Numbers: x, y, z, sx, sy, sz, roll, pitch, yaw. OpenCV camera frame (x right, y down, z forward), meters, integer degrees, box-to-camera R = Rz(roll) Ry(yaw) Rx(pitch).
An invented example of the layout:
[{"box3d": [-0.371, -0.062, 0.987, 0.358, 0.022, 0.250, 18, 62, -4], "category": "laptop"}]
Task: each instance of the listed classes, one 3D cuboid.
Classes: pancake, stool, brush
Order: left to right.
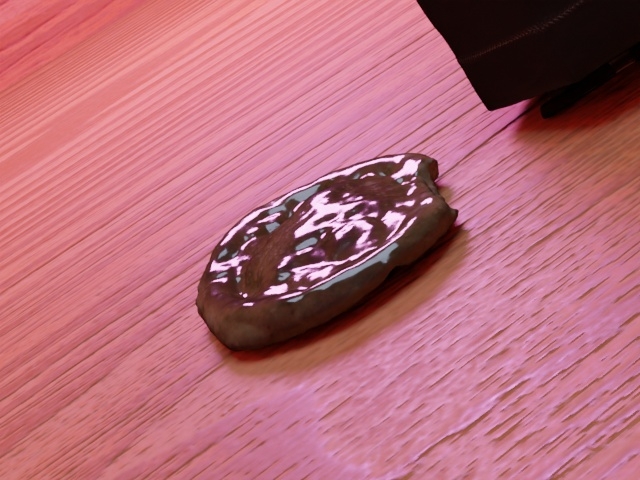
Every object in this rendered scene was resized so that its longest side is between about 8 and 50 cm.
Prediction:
[{"box3d": [-0.001, -0.001, 0.908, 0.222, 0.042, 0.236, -17, 24, 25], "category": "pancake"}, {"box3d": [0.196, -0.209, 0.951, 0.232, 0.141, 0.232, -33, 8, 6], "category": "stool"}, {"box3d": [0.248, -0.148, 0.960, 0.193, 0.016, 0.063, -31, 18, -5], "category": "brush"}]
